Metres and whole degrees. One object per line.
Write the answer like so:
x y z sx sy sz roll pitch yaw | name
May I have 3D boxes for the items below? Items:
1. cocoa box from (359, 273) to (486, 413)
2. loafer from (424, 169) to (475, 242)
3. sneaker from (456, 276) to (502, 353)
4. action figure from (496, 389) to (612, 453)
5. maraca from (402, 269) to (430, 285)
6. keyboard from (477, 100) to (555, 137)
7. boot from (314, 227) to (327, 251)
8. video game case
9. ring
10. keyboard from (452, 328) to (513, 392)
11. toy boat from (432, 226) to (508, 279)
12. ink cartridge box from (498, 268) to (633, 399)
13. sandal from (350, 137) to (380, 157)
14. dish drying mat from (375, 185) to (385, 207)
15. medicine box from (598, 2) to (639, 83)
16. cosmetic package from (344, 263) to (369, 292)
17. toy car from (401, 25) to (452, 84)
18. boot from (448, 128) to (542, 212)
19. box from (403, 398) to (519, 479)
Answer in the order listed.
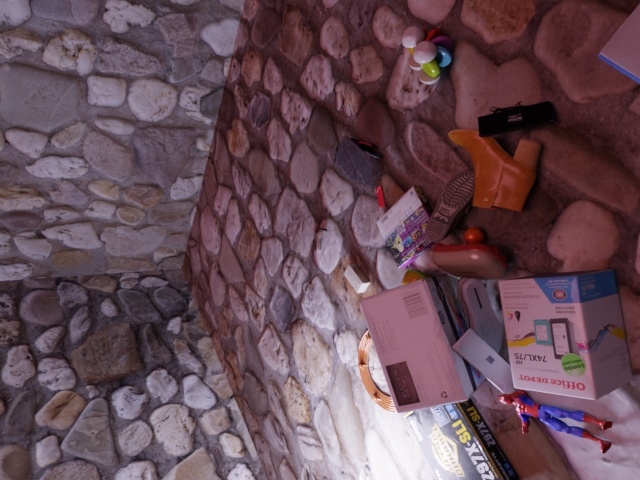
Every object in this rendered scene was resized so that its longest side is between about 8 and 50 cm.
0.312 0.301 1.312 0.231 0.228 0.347 -25 77 32 | cocoa box
0.420 -0.108 1.375 0.094 0.087 0.251 39 106 26 | loafer
0.479 0.227 1.308 0.091 0.094 0.258 -108 3 -81 | sneaker
0.585 0.469 1.143 0.280 0.139 0.091 5 94 57 | action figure
0.352 0.178 1.479 0.185 0.099 0.127 46 147 32 | maraca
0.538 -0.335 1.196 0.192 0.038 0.100 -6 61 26 | keyboard
0.000 0.000 2.013 0.106 0.037 0.114 -165 79 -67 | boot
0.318 -0.046 1.560 0.232 0.042 0.210 -49 54 44 | video game case
0.251 0.502 1.696 0.336 0.032 0.336 5 97 53 | ring
0.467 0.340 1.209 0.072 0.256 0.014 -50 22 -3 | keyboard
0.456 0.029 1.318 0.231 0.151 0.151 -6 57 54 | toy boat
0.594 0.217 1.056 0.198 0.197 0.270 -14 81 54 | ink cartridge box
0.180 -0.379 1.721 0.040 0.067 0.179 -60 43 21 | sandal
0.235 -0.172 1.699 0.032 0.008 0.083 -21 74 52 | dish drying mat
0.712 -0.306 0.781 0.149 0.289 0.263 -58 47 35 | medicine box
0.151 0.158 1.806 0.115 0.041 0.060 55 133 37 | cosmetic package
0.358 -0.620 1.411 0.136 0.159 0.182 -30 61 11 | toy car
0.474 -0.204 1.265 0.295 0.104 0.211 26 102 42 | boot
0.440 0.663 1.401 0.257 0.079 0.322 -55 49 38 | box
